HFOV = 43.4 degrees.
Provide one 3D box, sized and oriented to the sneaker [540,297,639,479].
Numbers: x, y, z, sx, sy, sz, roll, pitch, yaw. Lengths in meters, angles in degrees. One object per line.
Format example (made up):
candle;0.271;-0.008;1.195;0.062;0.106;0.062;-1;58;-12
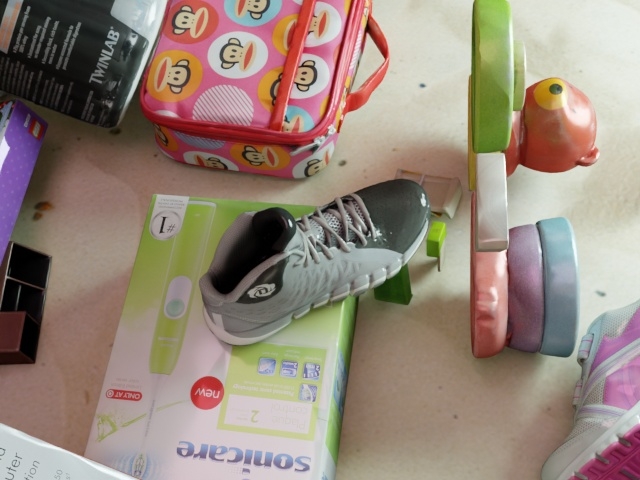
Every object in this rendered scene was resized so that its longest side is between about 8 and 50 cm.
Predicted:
sneaker;0.280;0.129;0.724;0.252;0.103;0.111;-47;38;-4

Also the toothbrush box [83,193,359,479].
toothbrush box;-0.079;0.111;0.761;0.206;0.122;0.283;5;66;9

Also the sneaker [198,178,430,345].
sneaker;0.000;0.000;0.666;0.229;0.132;0.086;-33;67;-12

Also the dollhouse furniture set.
dollhouse furniture set;0.099;-0.006;0.851;0.076;0.058;0.151;9;45;19

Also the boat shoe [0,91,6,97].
boat shoe;-0.470;-0.221;0.977;0.335;0.119;0.121;-38;65;-12

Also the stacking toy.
stacking toy;0.201;-0.056;0.724;0.131;0.279;0.308;0;68;9

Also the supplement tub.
supplement tub;-0.348;-0.270;0.867;0.338;0.207;0.207;20;64;-18

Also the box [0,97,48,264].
box;-0.427;-0.009;0.872;0.201;0.057;0.293;-3;62;25

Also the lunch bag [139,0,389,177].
lunch bag;-0.050;-0.215;0.929;0.258;0.120;0.293;9;66;7

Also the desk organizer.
desk organizer;-0.327;0.065;0.857;0.050;0.047;0.130;-2;63;4

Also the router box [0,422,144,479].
router box;-0.175;0.339;0.555;0.301;0.082;0.335;31;53;-24
